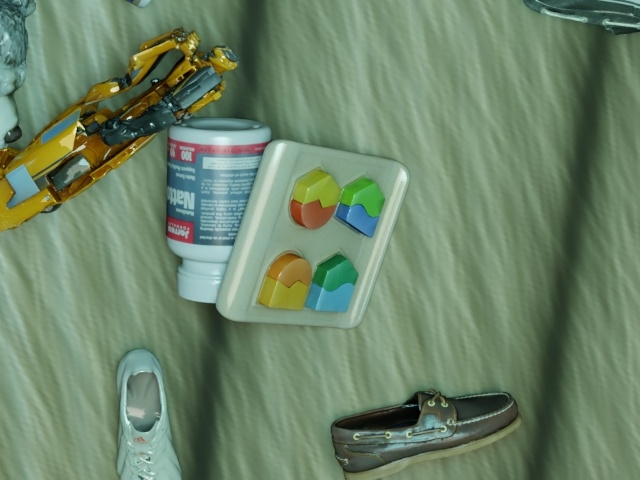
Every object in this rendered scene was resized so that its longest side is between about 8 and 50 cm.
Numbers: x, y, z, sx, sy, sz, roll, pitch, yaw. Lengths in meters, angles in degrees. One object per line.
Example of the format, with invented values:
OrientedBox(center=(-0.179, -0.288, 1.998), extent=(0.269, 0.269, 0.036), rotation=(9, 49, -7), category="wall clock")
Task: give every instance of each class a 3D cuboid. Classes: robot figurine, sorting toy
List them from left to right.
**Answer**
OrientedBox(center=(-0.213, -0.115, 1.841), extent=(0.291, 0.211, 0.085), rotation=(-34, 101, 7), category="robot figurine")
OrientedBox(center=(0.000, 0.000, 1.924), extent=(0.208, 0.038, 0.193), rotation=(9, 103, -47), category="sorting toy")

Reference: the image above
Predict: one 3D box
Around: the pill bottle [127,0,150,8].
OrientedBox(center=(-0.214, -0.289, 1.868), extent=(0.120, 0.067, 0.067), rotation=(28, 97, -13), category="pill bottle")

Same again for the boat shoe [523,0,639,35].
OrientedBox(center=(0.320, -0.255, 1.954), extent=(0.219, 0.077, 0.070), rotation=(10, 135, -13), category="boat shoe")

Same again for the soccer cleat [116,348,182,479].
OrientedBox(center=(-0.186, 0.213, 1.974), extent=(0.068, 0.076, 0.196), rotation=(-8, 103, -6), category="soccer cleat")

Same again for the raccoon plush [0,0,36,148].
OrientedBox(center=(-0.485, -0.202, 1.744), extent=(0.446, 0.216, 0.299), rotation=(32, 107, -14), category="raccoon plush")

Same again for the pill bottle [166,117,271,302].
OrientedBox(center=(-0.106, -0.031, 1.917), extent=(0.108, 0.108, 0.180), rotation=(0, 102, -8), category="pill bottle")

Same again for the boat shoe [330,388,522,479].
OrientedBox(center=(0.114, 0.199, 2.015), extent=(0.207, 0.073, 0.073), rotation=(-18, 106, -4), category="boat shoe")
